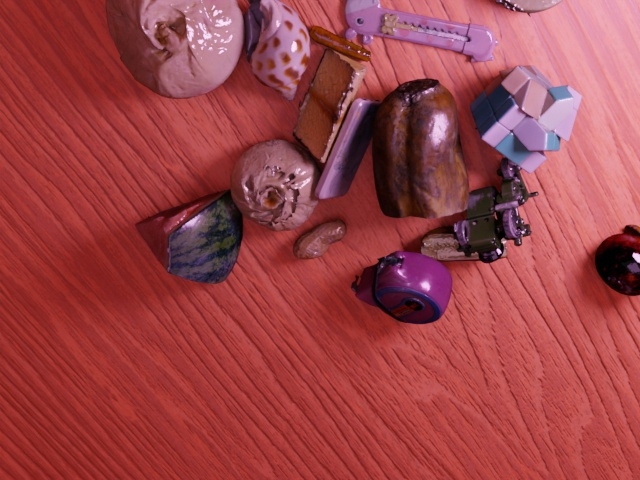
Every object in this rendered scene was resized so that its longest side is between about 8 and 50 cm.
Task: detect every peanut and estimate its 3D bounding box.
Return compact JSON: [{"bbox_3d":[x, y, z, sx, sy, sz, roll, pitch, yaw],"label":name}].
[{"bbox_3d":[0.000,0.000,2.010,0.174,0.080,0.080,-32,107,16],"label":"peanut"}]

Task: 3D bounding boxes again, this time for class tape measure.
[{"bbox_3d":[0.239,0.123,1.981,0.245,0.149,0.231,30,147,-14],"label":"tape measure"}]

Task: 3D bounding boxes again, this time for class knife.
[{"bbox_3d":[0.253,-0.532,1.797,0.398,0.038,0.132,11,115,-2],"label":"knife"}]

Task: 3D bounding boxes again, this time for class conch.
[{"bbox_3d":[-0.105,-0.475,1.785,0.148,0.183,0.275,-6,127,-24],"label":"conch"}]

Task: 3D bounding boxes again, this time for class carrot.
[{"bbox_3d":[0.051,-0.501,1.823,0.170,0.042,0.042,22,112,-9],"label":"carrot"}]

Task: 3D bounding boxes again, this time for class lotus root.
[{"bbox_3d":[0.254,-0.231,1.817,0.250,0.250,0.346,-4,111,5],"label":"lotus root"}]

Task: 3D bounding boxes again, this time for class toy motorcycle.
[{"bbox_3d":[0.458,-0.078,1.895,0.205,0.275,0.127,-14,143,34],"label":"toy motorcycle"}]

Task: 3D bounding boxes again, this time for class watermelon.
[{"bbox_3d":[-0.367,0.024,1.989,0.292,0.283,0.251,-15,97,37],"label":"watermelon"}]

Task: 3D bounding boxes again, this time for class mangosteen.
[{"bbox_3d":[0.851,0.051,1.941,0.199,0.200,0.200,1,112,3],"label":"mangosteen"}]

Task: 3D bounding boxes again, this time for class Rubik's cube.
[{"bbox_3d":[0.509,-0.318,1.756,0.224,0.265,0.213,30,122,-23],"label":"Rubik's cube"}]

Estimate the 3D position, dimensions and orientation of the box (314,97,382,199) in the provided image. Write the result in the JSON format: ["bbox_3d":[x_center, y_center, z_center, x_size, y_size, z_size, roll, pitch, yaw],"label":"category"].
[{"bbox_3d":[0.077,-0.240,1.880,0.044,0.142,0.285,36,115,26],"label":"box"}]

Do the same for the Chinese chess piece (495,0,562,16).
[{"bbox_3d":[0.504,-0.659,1.700,0.237,0.092,0.238,1,113,2],"label":"Chinese chess piece"}]

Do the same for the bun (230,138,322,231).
[{"bbox_3d":[-0.121,-0.145,1.921,0.259,0.152,0.260,2,114,5],"label":"bun"}]

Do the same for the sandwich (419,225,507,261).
[{"bbox_3d":[0.396,0.009,1.988,0.244,0.088,0.090,0,104,8],"label":"sandwich"}]

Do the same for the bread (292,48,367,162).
[{"bbox_3d":[0.030,-0.346,1.848,0.178,0.141,0.266,41,117,31],"label":"bread"}]

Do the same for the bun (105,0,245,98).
[{"bbox_3d":[-0.366,-0.523,1.734,0.360,0.213,0.361,5,116,11],"label":"bun"}]
